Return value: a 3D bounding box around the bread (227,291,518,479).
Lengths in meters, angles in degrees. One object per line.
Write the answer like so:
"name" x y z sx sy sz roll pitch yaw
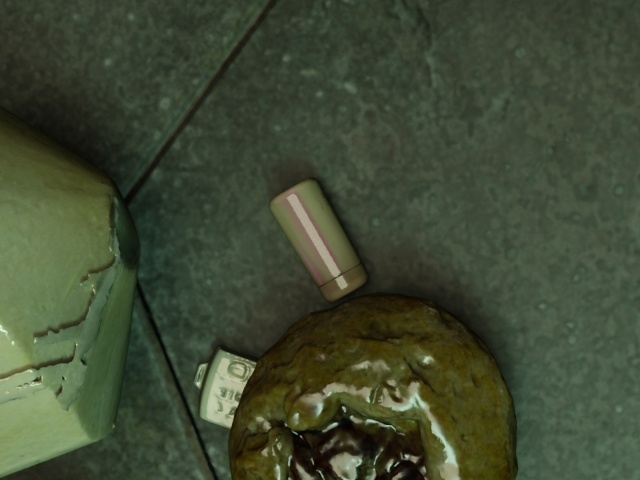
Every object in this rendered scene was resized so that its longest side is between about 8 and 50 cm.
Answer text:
"bread" 0.041 0.157 1.374 0.230 0.123 0.230 0 94 8

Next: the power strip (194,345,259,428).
"power strip" 0.015 0.149 1.453 0.252 0.027 0.060 18 96 9

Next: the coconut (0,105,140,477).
"coconut" -0.275 0.044 1.374 0.323 0.323 0.323 1 93 10

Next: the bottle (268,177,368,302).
"bottle" 0.000 0.000 1.440 0.045 0.045 0.096 -31 89 10
